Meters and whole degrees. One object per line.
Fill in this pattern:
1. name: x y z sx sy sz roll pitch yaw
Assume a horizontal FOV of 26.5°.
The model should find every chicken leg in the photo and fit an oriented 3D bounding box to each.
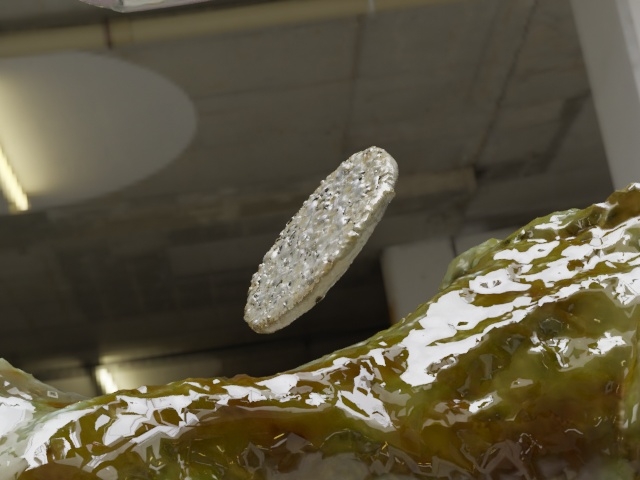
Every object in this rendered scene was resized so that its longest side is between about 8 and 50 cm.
1. chicken leg: 0.066 0.059 0.428 0.361 0.140 0.211 -15 4 -36

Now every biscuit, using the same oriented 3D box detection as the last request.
1. biscuit: 0.000 0.000 0.880 0.020 0.152 0.152 36 -35 -16

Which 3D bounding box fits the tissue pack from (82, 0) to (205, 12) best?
1. tissue pack: -0.036 -0.198 0.687 0.225 0.124 0.185 -17 25 -24
